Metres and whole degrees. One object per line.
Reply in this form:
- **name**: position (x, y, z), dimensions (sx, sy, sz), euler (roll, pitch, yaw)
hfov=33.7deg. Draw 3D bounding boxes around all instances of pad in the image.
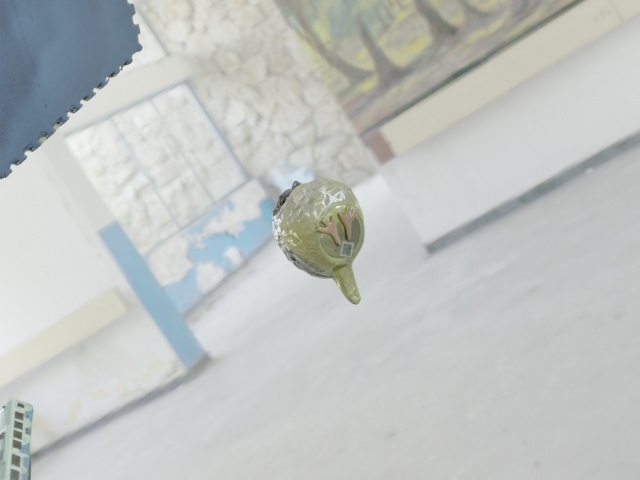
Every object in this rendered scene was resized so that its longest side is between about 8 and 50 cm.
- **pad**: position (-0.237, -0.199, 0.835), dimensions (0.012, 0.270, 0.269), euler (14, 43, 22)

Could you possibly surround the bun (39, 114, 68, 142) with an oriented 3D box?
- **bun**: position (-0.383, -0.225, 1.415), dimensions (0.133, 0.231, 0.231), euler (8, -11, -22)

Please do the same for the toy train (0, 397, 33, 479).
- **toy train**: position (-0.377, 0.285, 1.284), dimensions (0.043, 0.047, 0.207), euler (-46, 34, 25)

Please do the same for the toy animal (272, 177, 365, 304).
- **toy animal**: position (0.000, 0.000, 1.105), dimensions (0.098, 0.137, 0.098), euler (-14, 19, 5)
